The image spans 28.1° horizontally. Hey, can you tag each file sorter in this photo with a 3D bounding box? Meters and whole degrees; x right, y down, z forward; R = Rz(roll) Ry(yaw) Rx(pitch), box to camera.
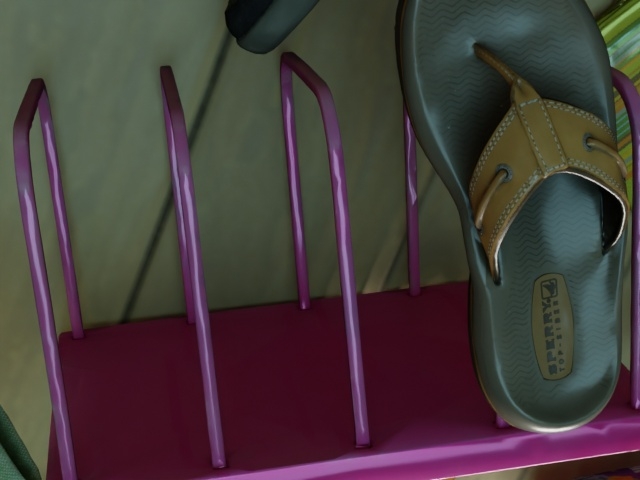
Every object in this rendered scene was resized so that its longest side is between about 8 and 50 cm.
[{"bbox_3d":[0.000,0.000,0.651,0.290,0.202,0.182,-7,108,-7],"label":"file sorter"}]

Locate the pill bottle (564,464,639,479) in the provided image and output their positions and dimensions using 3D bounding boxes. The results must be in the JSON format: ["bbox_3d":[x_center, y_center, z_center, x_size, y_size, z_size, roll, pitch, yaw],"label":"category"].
[{"bbox_3d":[0.242,0.190,0.809,0.193,0.108,0.108,-11,112,-4],"label":"pill bottle"}]

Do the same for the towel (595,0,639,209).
[{"bbox_3d":[0.231,-0.044,0.766,0.102,0.021,0.237,-38,112,13],"label":"towel"}]

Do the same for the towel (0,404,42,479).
[{"bbox_3d":[-0.300,0.153,0.673,0.325,0.248,0.038,-48,148,11],"label":"towel"}]

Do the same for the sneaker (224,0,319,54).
[{"bbox_3d":[-0.017,-0.212,0.632,0.130,0.087,0.227,24,103,-14],"label":"sneaker"}]

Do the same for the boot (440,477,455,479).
[{"bbox_3d":[-0.046,0.181,0.765,0.211,0.104,0.295,-8,157,-38],"label":"boot"}]

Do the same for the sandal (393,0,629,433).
[{"bbox_3d":[0.088,-0.015,0.527,0.090,0.060,0.219,-10,105,-7],"label":"sandal"}]
